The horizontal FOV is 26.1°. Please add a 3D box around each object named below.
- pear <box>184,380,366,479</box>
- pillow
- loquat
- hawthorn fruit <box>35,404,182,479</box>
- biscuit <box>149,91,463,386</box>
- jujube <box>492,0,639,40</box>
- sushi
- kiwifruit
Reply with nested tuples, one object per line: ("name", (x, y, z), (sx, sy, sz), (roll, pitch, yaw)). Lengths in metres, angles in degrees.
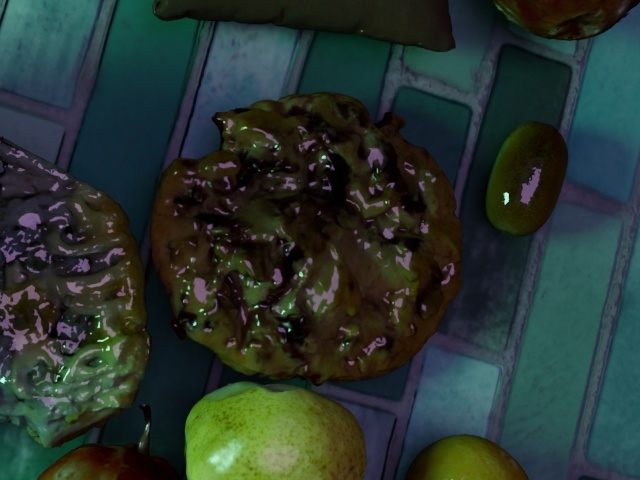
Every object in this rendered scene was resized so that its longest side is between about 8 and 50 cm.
("pear", (-0.043, 0.204, 1.283), (0.178, 0.178, 0.178), (1, 85, -16))
("pillow", (-0.006, -0.351, 1.372), (0.305, 0.108, 0.307), (4, 84, -13))
("loquat", (0.143, 0.263, 1.350), (0.141, 0.141, 0.141), (1, 85, -16))
("hawthorn fruit", (-0.189, 0.241, 1.245), (0.157, 0.157, 0.194), (25, 84, -12))
("biscuit", (0.000, -0.004, 1.336), (0.334, 0.081, 0.289), (-4, 87, -28))
("jujube", (0.244, -0.343, 1.402), (0.197, 0.197, 0.290), (1, 67, -16))
("sushi", (-0.256, 0.052, 1.253), (0.184, 0.139, 0.274), (-3, 83, -19))
("kiwifruit", (0.214, -0.064, 1.431), (0.075, 0.075, 0.124), (24, 83, -13))
